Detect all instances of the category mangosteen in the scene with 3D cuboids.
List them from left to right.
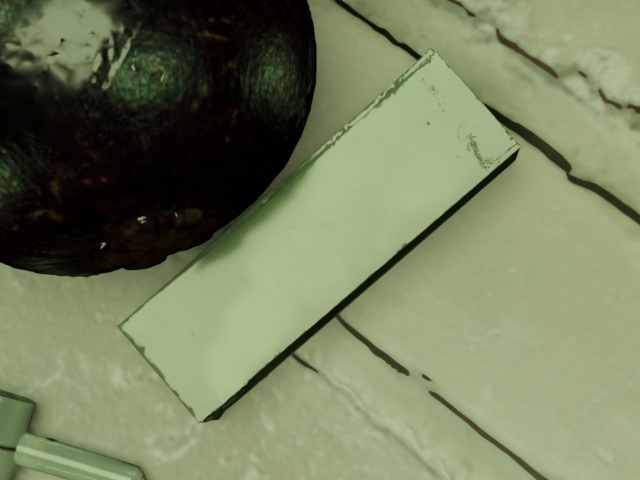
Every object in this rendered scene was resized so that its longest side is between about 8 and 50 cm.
[{"bbox_3d":[-0.142,-0.120,1.008,0.288,0.288,0.288,-1,85,6],"label":"mangosteen"}]

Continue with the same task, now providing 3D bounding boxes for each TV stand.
[{"bbox_3d":[0.000,0.000,1.073,0.269,0.083,0.088,-40,84,0],"label":"TV stand"}]

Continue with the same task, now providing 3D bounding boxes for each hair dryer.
[{"bbox_3d":[-0.181,0.153,1.099,0.137,0.047,0.082,15,87,0],"label":"hair dryer"}]
